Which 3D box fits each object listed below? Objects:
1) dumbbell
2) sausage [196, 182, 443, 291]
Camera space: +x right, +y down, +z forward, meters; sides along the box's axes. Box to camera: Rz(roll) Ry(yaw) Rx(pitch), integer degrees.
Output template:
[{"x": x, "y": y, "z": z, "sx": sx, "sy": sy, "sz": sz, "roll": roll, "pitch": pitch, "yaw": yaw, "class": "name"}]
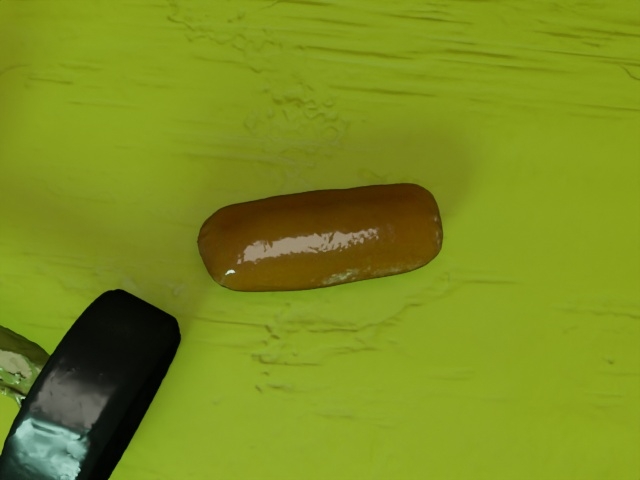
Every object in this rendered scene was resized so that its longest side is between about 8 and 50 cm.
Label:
[{"x": -0.307, "y": 0.086, "z": 0.810, "sx": 0.322, "sy": 0.204, "sz": 0.203, "roll": 28, "pitch": 79, "yaw": 1, "class": "dumbbell"}, {"x": 0.000, "y": 0.000, "z": 0.905, "sx": 0.238, "sy": 0.098, "sz": 0.098, "roll": -7, "pitch": 80, "yaw": -7, "class": "sausage"}]
